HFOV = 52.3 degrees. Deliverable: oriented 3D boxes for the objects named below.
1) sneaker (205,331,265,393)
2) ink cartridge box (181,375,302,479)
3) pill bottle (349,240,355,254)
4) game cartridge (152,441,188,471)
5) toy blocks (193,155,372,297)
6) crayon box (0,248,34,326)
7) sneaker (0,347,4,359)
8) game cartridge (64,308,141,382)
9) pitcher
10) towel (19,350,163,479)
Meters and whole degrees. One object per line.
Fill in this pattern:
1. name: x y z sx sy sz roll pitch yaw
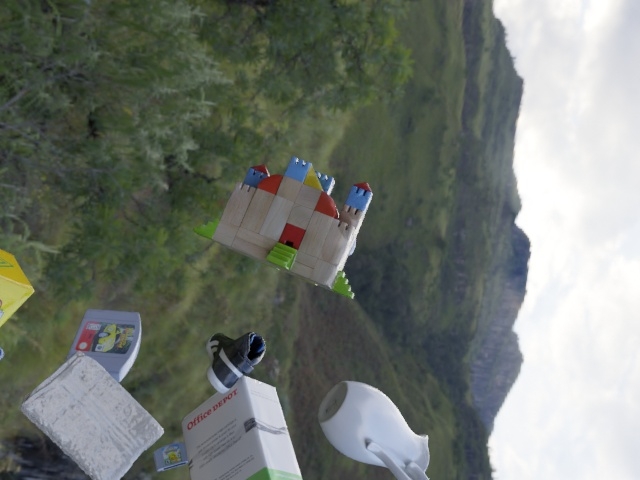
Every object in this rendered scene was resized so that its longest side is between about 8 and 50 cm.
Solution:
1. sneaker: -0.169 0.228 1.357 0.121 0.079 0.217 -37 -162 2
2. ink cartridge box: -0.161 0.447 1.325 0.198 0.114 0.273 -39 -134 18
3. pill bottle: 0.000 0.000 1.727 0.094 0.169 0.094 9 -80 61
4. game cartridge: -0.348 0.505 1.530 0.056 0.083 0.017 -121 -152 -42
5. toy blocks: -0.057 -0.062 1.484 0.191 0.381 0.261 59 53 -78
6. crayon box: -0.649 0.124 0.904 0.363 0.106 0.313 -46 150 -1
7. sneaker: -0.850 0.320 1.636 0.135 0.052 0.058 -38 174 -12
8. game cartridge: -0.668 0.322 2.045 0.294 0.195 0.060 -95 -164 -57
9. pitcher: 0.102 0.348 1.136 0.125 0.207 0.178 -50 -166 6
10. towel: -0.515 0.403 1.475 0.187 0.282 0.049 -45 -177 -39
